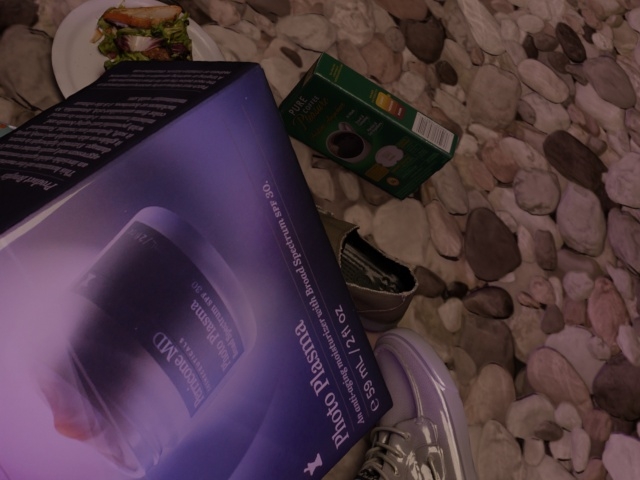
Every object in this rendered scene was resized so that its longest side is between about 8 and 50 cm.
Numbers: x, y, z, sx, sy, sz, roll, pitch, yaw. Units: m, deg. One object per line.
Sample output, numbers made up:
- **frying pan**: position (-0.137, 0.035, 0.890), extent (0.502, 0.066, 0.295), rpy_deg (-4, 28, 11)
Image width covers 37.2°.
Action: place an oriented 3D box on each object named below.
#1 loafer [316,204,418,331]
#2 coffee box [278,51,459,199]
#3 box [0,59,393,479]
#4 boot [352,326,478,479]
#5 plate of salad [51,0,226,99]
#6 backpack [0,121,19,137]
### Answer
- **loafer**: position (0.000, 0.000, 0.990), extent (0.251, 0.087, 0.094), rpy_deg (30, 54, -13)
- **coffee box**: position (0.050, -0.125, 1.069), extent (0.184, 0.113, 0.040), rpy_deg (29, 56, -13)
- **box**: position (-0.139, 0.077, 0.640), extent (0.294, 0.183, 0.296), rpy_deg (-40, 122, -30)
- **boot**: position (0.078, 0.213, 0.919), extent (0.123, 0.095, 0.258), rpy_deg (-6, 70, -39)
- **plate of salad**: position (-0.181, -0.183, 1.006), extent (0.200, 0.048, 0.199), rpy_deg (14, 60, -25)
- **backpack**: position (-0.338, -0.001, 0.744), extent (0.254, 0.191, 0.225), rpy_deg (16, 59, -16)
